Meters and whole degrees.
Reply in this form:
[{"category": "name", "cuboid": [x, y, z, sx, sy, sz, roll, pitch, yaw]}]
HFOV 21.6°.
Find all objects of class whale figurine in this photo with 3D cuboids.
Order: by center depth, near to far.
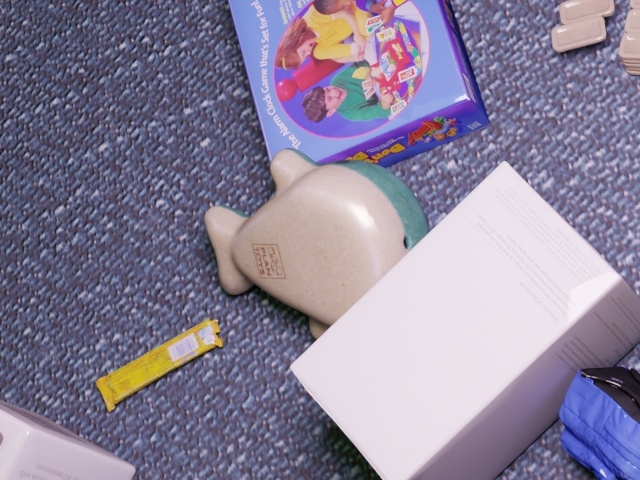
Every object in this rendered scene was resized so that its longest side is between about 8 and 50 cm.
[{"category": "whale figurine", "cuboid": [0.000, 0.000, 1.786, 0.272, 0.141, 0.216, -4, 107, 44]}]

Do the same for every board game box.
[{"category": "board game box", "cuboid": [0.026, -0.246, 1.878, 0.233, 0.078, 0.347, -22, 65, 16]}]

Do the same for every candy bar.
[{"category": "candy bar", "cuboid": [-0.179, 0.137, 1.871, 0.161, 0.018, 0.040, -30, 67, 11]}]

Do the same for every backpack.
[{"category": "backpack", "cuboid": [0.299, 0.186, 1.599, 0.120, 0.098, 0.101, 37, 120, 38]}]

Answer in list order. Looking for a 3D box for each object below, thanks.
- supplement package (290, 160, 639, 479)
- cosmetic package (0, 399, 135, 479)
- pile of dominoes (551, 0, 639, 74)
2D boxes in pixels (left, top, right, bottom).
[{"category": "supplement package", "cuboid": [0.152, 0.102, 1.647, 0.293, 0.177, 0.175, -44, 62, 4]}, {"category": "cosmetic package", "cuboid": [-0.405, 0.391, 1.764, 0.161, 0.230, 0.453, 23, 82, 29]}, {"category": "pile of dominoes", "cuboid": [0.365, -0.293, 1.783, 0.196, 0.040, 0.251, 6, 67, 28]}]
